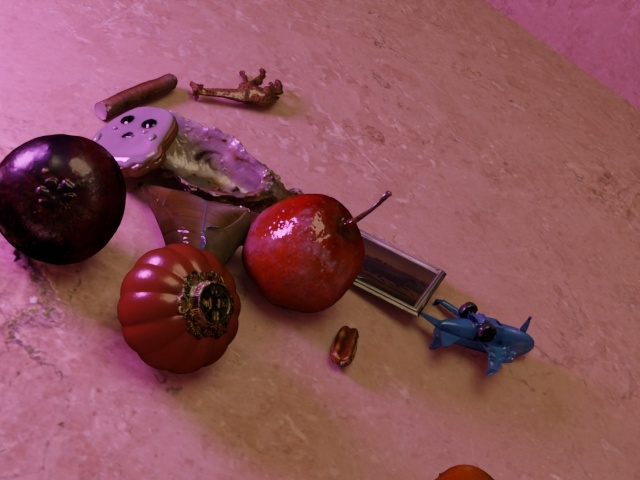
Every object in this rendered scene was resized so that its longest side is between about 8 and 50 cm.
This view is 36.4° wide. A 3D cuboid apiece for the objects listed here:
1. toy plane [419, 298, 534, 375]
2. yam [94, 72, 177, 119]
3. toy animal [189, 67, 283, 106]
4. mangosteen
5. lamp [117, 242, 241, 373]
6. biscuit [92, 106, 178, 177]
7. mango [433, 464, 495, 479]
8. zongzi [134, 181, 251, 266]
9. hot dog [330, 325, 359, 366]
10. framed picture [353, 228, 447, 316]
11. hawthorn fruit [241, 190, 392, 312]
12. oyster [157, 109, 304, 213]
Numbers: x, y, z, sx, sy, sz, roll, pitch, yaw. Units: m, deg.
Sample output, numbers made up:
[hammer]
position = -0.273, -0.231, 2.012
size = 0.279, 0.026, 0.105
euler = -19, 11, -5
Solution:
[toy plane]
position = 0.341, 0.196, 2.031
size = 0.271, 0.105, 0.254
euler = 4, 28, -25
[yam]
position = -0.409, -0.330, 2.200
size = 0.046, 0.046, 0.264
euler = 38, 38, 11
[toy animal]
position = -0.195, -0.369, 2.388
size = 0.149, 0.054, 0.275
euler = 39, 38, 17
[mangosteen]
position = -0.464, -0.077, 1.743
size = 0.236, 0.235, 0.261
euler = 23, -3, -9
[lamp]
position = -0.239, 0.115, 1.654
size = 0.223, 0.197, 0.223
euler = 10, 76, -44
[biscuit]
position = -0.384, -0.210, 1.989
size = 0.181, 0.049, 0.208
euler = 2, 46, 19
[mango]
position = 0.249, 0.477, 1.608
size = 0.152, 0.120, 0.221
euler = 14, 46, -22
[zongzi]
position = -0.282, -0.017, 1.860
size = 0.256, 0.115, 0.228
euler = 24, 38, 5
[hot dog]
position = 0.047, 0.205, 1.875
size = 0.049, 0.037, 0.122
euler = 19, 30, 5
[framed picture]
position = 0.131, 0.057, 2.091
size = 0.252, 0.014, 0.197
euler = 27, 34, 12
[hawthorn fruit]
position = -0.033, 0.016, 1.880
size = 0.231, 0.263, 0.235
euler = 26, 56, 12
[oyster]
position = -0.238, -0.135, 2.030
size = 0.396, 0.111, 0.204
euler = 28, 40, 6
